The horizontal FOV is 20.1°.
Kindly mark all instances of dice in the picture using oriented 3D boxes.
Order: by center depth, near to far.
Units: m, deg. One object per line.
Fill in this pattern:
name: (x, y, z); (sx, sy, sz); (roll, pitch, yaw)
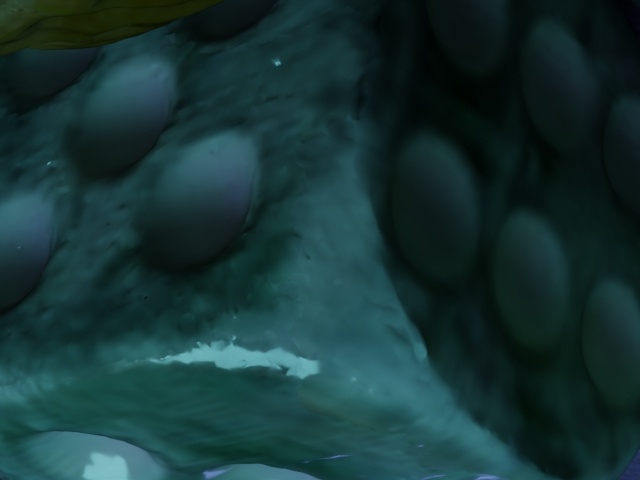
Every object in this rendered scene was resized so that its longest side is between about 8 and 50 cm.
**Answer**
dice: (0.000, 0.000, 1.071); (0.348, 0.330, 0.328); (-15, 144, 35)

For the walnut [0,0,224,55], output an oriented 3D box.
walnut: (-0.150, -0.247, 0.829); (0.354, 0.307, 0.398); (22, 152, -34)
